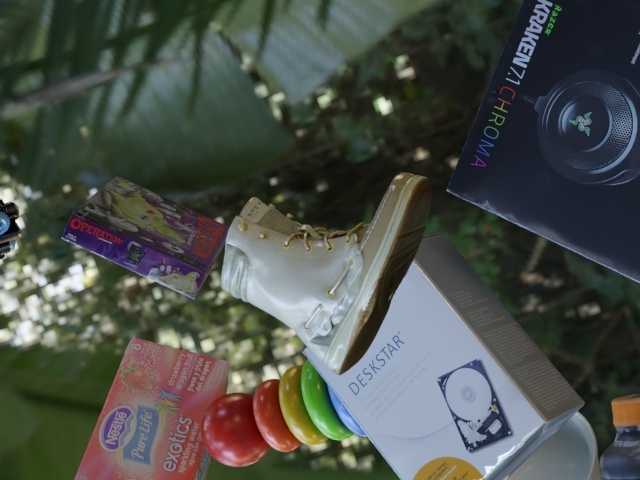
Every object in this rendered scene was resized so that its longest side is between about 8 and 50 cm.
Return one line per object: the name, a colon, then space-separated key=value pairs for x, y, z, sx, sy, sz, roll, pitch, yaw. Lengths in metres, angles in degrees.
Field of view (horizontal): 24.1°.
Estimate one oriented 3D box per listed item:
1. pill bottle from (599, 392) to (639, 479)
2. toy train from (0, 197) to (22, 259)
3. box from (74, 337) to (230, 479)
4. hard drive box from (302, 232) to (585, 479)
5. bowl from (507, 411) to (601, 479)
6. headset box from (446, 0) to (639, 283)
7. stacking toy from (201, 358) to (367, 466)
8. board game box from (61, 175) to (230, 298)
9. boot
pill bottle: x=0.346 y=0.271 z=1.473 sx=0.130 sy=0.130 sz=0.245 roll=10 pitch=-108 yaw=-77
toy train: x=-0.521 y=-0.001 z=2.164 sx=0.080 sy=0.184 sz=0.105 roll=50 pitch=150 yaw=42
box: x=-0.223 y=0.293 z=1.922 sx=0.154 sy=0.142 sz=0.300 roll=101 pitch=-175 yaw=-48
hard drive box: x=0.121 y=0.139 z=1.526 sx=0.232 sy=0.181 sz=0.089 roll=51 pitch=-148 yaw=20
bowl: x=0.308 y=0.394 z=2.251 sx=0.134 sy=0.298 sz=0.298 roll=50 pitch=-160 yaw=-29
headset box: x=0.301 y=-0.103 z=1.391 sx=0.131 sy=0.283 sz=0.246 roll=-35 pitch=-31 yaw=-63
stacking toy: x=0.008 y=0.190 z=1.768 sx=0.141 sy=0.330 sz=0.141 roll=49 pitch=-152 yaw=-37
board game box: x=-0.250 y=-0.012 z=2.236 sx=0.208 sy=0.056 sz=0.347 roll=29 pitch=-169 yaw=-4
boot: x=0.000 y=0.000 z=1.390 sx=0.165 sy=0.213 sz=0.077 roll=34 pitch=-150 yaw=19
